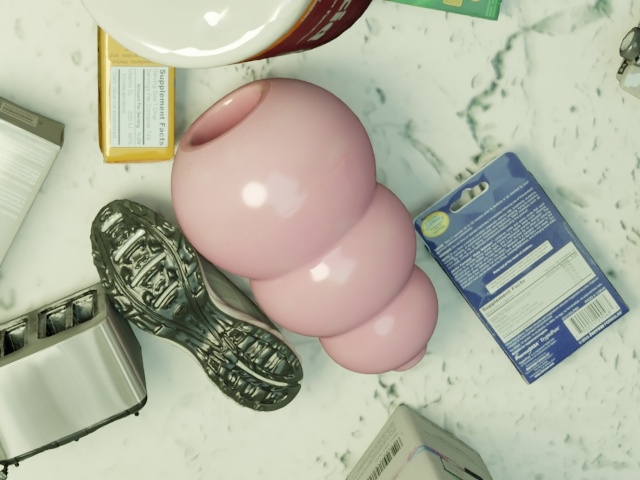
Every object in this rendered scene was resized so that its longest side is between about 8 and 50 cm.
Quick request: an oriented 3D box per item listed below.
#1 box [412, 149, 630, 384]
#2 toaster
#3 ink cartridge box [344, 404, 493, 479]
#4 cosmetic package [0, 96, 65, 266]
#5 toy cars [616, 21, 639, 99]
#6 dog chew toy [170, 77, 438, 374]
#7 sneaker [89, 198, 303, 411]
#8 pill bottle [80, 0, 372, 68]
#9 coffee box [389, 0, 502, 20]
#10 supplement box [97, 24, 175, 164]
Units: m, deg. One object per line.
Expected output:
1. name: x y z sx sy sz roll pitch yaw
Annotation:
1. box: 0.208 0.025 1.966 0.136 0.036 0.225 -36 105 2
2. toaster: -0.268 0.135 1.863 0.168 0.186 0.110 -23 109 0
3. ink cartridge box: 0.089 0.315 1.896 0.117 0.278 0.201 33 98 -12
4. cosmetic package: -0.350 -0.020 1.847 0.107 0.127 0.238 24 101 -12
5. toy cars: 0.392 -0.123 1.932 0.176 0.087 0.394 -13 101 -9
6. dog chew toy: 0.000 0.000 1.862 0.206 0.206 0.332 -36 113 3
7. sneaker: -0.132 0.066 1.903 0.100 0.108 0.271 -44 101 4
8. pill bottle: -0.060 -0.272 1.663 0.224 0.392 0.224 2 99 13
9. coffee box: 0.099 -0.292 1.877 0.184 0.040 0.113 8 102 -9
10. supplement box: -0.183 -0.196 1.850 0.080 0.078 0.233 1 104 -10
